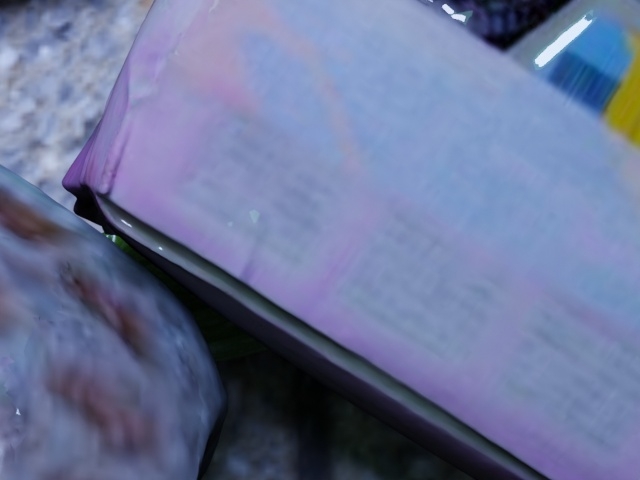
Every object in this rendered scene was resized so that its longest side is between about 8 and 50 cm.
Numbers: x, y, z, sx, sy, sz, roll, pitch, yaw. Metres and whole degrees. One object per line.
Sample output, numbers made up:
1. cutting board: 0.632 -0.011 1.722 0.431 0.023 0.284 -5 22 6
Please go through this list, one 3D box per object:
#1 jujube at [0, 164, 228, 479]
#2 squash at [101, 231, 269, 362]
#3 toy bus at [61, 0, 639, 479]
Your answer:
1. jujube: -0.192 0.054 0.456 0.308 0.246 0.215 20 89 -4
2. squash: 0.000 0.000 0.581 0.219 0.068 0.077 -15 95 -9
3. toy bus: 0.103 0.017 0.484 0.386 0.171 0.162 31 90 -6
